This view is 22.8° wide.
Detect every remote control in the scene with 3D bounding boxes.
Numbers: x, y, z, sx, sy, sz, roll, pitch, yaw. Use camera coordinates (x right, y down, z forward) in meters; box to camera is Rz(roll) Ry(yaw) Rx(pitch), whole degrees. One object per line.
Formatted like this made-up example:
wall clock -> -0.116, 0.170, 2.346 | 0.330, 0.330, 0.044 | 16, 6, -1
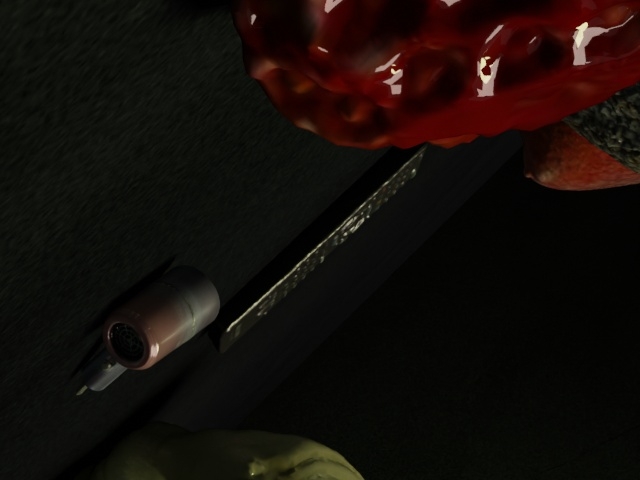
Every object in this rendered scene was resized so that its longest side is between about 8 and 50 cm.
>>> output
remote control -> 0.000, 0.000, 1.295 | 0.245, 0.025, 0.063 | -43, 173, -21

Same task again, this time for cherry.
cherry -> 0.287, -0.157, 1.487 | 0.239, 0.206, 0.239 | -10, 176, -1

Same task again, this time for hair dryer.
hair dryer -> -0.109, 0.061, 0.877 | 0.114, 0.037, 0.063 | -40, 178, 40

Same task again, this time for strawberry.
strawberry -> 0.124, -0.141, 0.488 | 0.336, 0.149, 0.265 | -46, 177, 17

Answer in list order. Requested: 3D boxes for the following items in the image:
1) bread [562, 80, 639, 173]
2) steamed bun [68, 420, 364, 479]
bread -> 0.214, -0.153, 1.020 | 0.113, 0.165, 0.416 | -46, 174, -7
steamed bun -> -0.145, 0.303, 1.382 | 0.339, 0.247, 0.352 | -3, 133, -57
